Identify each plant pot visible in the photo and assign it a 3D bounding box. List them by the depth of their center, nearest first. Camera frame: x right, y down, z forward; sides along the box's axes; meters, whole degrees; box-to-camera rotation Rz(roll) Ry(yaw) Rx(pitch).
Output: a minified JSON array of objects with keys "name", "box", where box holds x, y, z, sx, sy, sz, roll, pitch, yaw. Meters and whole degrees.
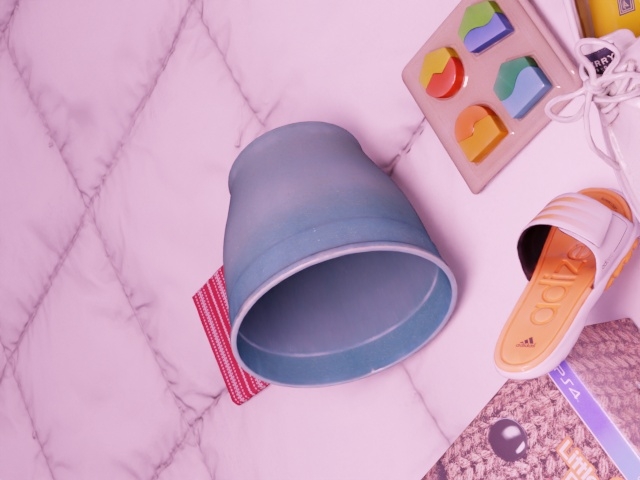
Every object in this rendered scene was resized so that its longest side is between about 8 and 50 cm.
[{"name":"plant pot","box":[0.000,0.000,1.364,0.271,0.272,0.255,-54,40,38]}]

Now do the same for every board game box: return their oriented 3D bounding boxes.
[{"name":"board game box","box":[0.265,0.265,1.149,0.232,0.141,0.291,56,132,30]}]

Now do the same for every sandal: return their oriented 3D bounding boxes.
[{"name":"sandal","box":[0.237,0.020,1.089,0.102,0.265,0.076,-2,131,39]}]

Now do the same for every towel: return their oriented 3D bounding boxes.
[{"name":"towel","box":[-0.089,0.107,1.639,0.275,0.031,0.198,-42,65,46]}]

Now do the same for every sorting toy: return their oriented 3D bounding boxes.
[{"name":"sorting toy","box":[0.185,-0.186,1.277,0.208,0.038,0.193,-51,57,40]}]

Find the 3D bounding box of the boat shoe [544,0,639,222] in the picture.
[{"name":"boat shoe","box":[0.290,-0.168,1.063,0.136,0.157,0.366,-16,81,49]}]
